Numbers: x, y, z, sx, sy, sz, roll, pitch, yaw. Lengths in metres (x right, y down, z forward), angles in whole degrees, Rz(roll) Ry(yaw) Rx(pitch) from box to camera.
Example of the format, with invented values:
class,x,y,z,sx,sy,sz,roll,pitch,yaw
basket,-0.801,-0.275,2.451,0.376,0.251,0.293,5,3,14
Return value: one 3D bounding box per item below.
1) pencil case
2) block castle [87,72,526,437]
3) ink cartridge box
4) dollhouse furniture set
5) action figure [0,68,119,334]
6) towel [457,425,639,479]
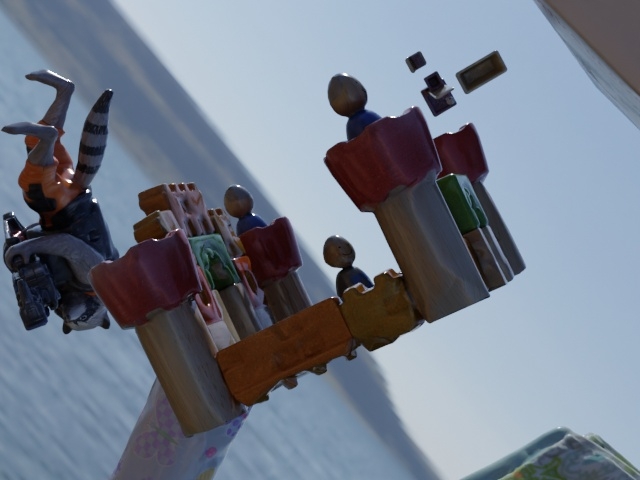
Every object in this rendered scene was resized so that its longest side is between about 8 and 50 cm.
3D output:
class,x,y,z,sx,sy,sz,roll,pitch,yaw
pencil case,-0.187,0.268,1.842,0.124,0.273,0.113,31,1,31
block castle,0.000,0.000,1.401,0.212,0.303,0.453,64,12,3
ink cartridge box,0.334,-0.185,1.540,0.223,0.129,0.307,52,9,31
dollhouse furniture set,0.182,-0.221,2.045,0.091,0.114,0.081,60,-2,-14
action figure,-0.325,-0.017,2.038,0.341,0.179,0.330,-119,-160,-61
towel,0.259,0.377,1.735,0.320,0.374,0.090,41,-37,37
